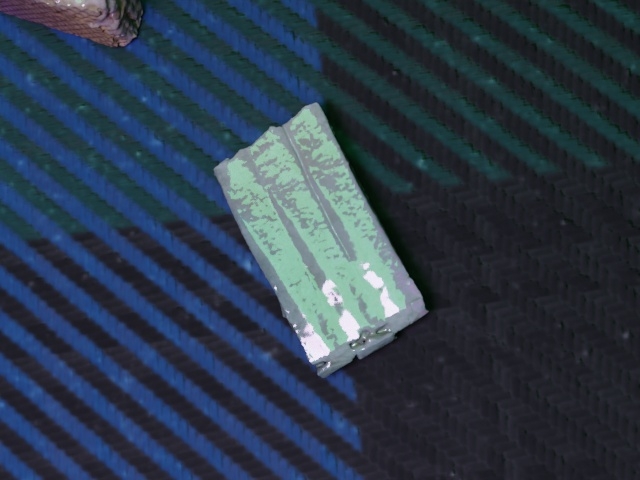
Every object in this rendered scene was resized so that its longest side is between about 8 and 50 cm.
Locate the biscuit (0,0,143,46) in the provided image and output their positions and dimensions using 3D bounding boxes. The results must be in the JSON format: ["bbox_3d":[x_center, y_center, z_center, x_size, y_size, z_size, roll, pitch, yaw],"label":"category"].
[{"bbox_3d":[-0.277,-0.240,1.364,0.239,0.108,0.061,19,82,11],"label":"biscuit"}]

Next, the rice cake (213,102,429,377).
[{"bbox_3d":[0.000,0.000,1.318,0.124,0.038,0.211,-33,78,2],"label":"rice cake"}]
